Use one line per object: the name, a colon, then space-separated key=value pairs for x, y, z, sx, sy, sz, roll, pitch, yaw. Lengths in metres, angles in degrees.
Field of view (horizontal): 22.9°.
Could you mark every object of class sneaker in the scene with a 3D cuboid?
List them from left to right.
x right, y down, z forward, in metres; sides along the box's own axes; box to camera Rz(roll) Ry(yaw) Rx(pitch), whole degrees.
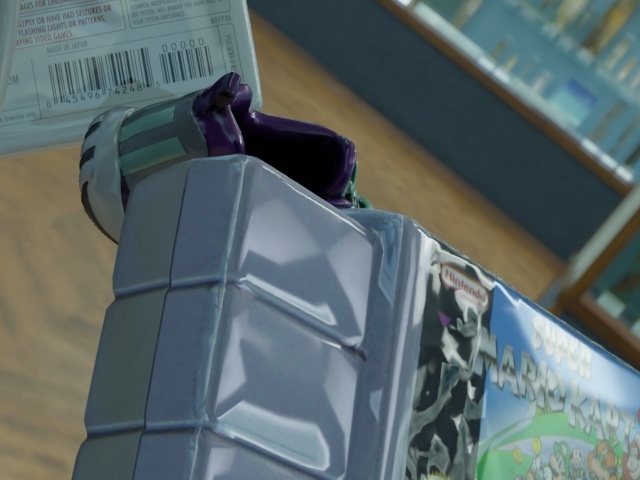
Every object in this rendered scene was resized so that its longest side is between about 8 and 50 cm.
sneaker: x=0.000 y=0.000 z=0.713 sx=0.223 sy=0.098 sz=0.083 roll=29 pitch=52 yaw=-42

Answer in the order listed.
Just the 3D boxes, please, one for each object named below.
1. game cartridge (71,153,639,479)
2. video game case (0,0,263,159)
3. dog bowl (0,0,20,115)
game cartridge: x=0.062 y=0.140 z=0.484 sx=0.068 sy=0.230 sz=0.355 roll=-5 pitch=-25 yaw=40
video game case: x=-0.221 y=-0.196 z=0.969 sx=0.036 sy=0.329 sz=0.300 roll=78 pitch=2 yaw=-85
dog bowl: x=-0.201 y=-0.008 z=0.450 sx=0.102 sy=0.349 sz=0.349 roll=24 pitch=13 yaw=7
